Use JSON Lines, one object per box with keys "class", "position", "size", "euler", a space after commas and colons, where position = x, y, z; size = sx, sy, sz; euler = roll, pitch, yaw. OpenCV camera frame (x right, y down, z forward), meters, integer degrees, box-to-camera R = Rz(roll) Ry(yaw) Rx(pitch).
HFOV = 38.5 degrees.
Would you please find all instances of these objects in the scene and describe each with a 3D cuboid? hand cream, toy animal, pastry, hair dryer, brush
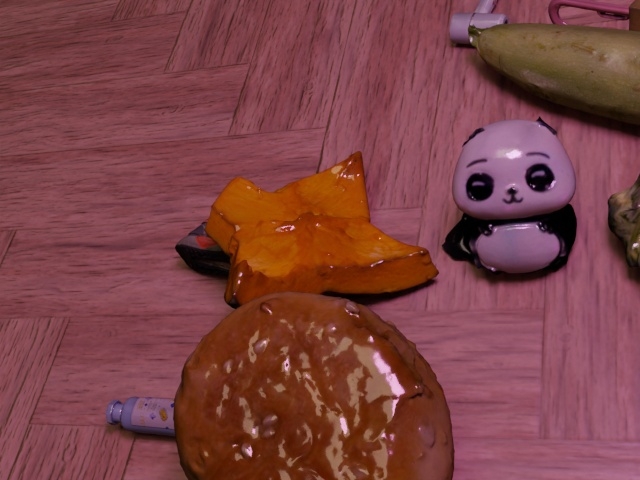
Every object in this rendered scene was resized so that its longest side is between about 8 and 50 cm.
{"class": "hand cream", "position": [-0.183, 0.217, 1.129], "size": [0.170, 0.043, 0.065], "euler": [0, 53, 19]}
{"class": "toy animal", "position": [0.222, -0.054, 1.103], "size": [0.165, 0.179, 0.138], "euler": [-5, 37, 10]}
{"class": "pastry", "position": [0.001, 0.209, 0.960], "size": [0.284, 0.184, 0.316], "euler": [-44, 60, 2]}
{"class": "hair dryer", "position": [0.258, -0.352, 1.408], "size": [0.082, 0.047, 0.137], "euler": [8, 50, 26]}
{"class": "brush", "position": [0.420, -0.296, 1.258], "size": [0.233, 0.103, 0.047], "euler": [25, 63, 36]}

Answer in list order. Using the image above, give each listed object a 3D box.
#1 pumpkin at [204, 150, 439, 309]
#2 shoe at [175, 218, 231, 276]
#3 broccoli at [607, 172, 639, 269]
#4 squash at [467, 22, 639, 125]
{"class": "pumpkin", "position": [-0.024, -0.009, 1.157], "size": [0.290, 0.095, 0.258], "euler": [-8, 40, -26]}
{"class": "shoe", "position": [-0.105, 0.012, 1.245], "size": [0.194, 0.074, 0.077], "euler": [12, 54, 32]}
{"class": "broccoli", "position": [0.437, -0.083, 0.974], "size": [0.288, 0.246, 0.248], "euler": [-22, 22, 19]}
{"class": "squash", "position": [0.351, -0.229, 1.224], "size": [0.370, 0.118, 0.118], "euler": [20, 63, 35]}
